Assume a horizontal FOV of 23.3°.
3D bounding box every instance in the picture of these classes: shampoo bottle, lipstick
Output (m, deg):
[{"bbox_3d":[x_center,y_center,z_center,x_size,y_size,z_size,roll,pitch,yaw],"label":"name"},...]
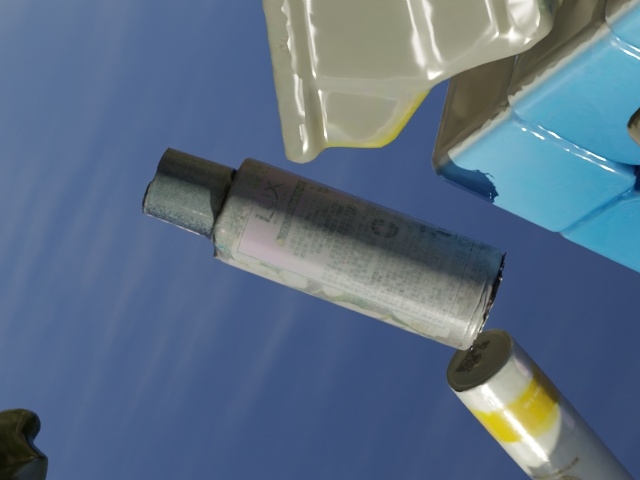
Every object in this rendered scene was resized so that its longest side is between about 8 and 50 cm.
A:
[{"bbox_3d":[0.000,0.000,0.926,0.072,0.214,0.072,20,90,-88],"label":"shampoo bottle"},{"bbox_3d":[0.187,0.168,1.123,0.059,0.264,0.059,-31,-151,20],"label":"lipstick"}]

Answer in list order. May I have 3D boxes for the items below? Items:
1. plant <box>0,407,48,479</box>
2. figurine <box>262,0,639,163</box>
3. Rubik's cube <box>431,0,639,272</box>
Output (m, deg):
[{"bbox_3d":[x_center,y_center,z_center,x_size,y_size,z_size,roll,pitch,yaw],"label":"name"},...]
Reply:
[{"bbox_3d":[-0.266,0.196,0.738,0.333,0.251,0.180,-39,176,-3],"label":"plant"},{"bbox_3d":[0.133,-0.119,0.358,0.167,0.285,0.342,-30,121,-69],"label":"figurine"},{"bbox_3d":[0.277,-0.150,0.917,0.290,0.292,0.291,-40,-149,57],"label":"Rubik's cube"}]
